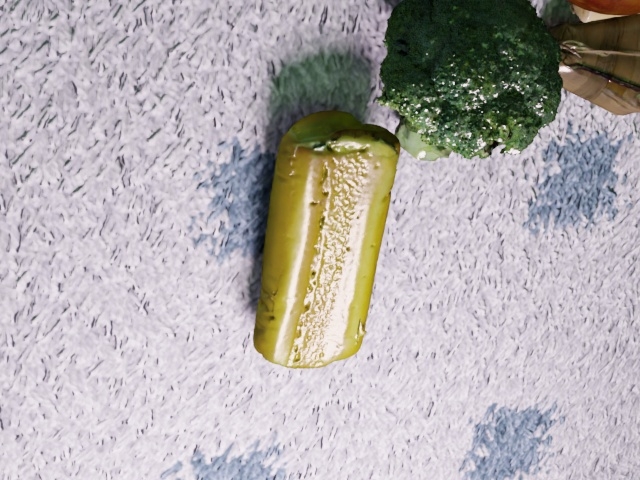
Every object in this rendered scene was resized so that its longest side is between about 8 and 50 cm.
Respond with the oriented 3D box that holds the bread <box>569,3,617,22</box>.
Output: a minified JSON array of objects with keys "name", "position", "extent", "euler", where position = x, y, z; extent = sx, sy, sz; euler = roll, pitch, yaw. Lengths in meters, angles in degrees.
[{"name":"bread","position":[0.425,-0.376,1.687],"extent":[0.178,0.060,0.139],"euler":[-9,97,-20]}]

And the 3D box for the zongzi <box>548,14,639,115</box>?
[{"name":"zongzi","position":[0.402,-0.291,1.731],"extent":[0.195,0.099,0.197],"euler":[18,84,-23]}]

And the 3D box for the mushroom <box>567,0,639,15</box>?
[{"name":"mushroom","position":[0.378,-0.400,1.488],"extent":[0.263,0.195,0.283],"euler":[18,122,-20]}]

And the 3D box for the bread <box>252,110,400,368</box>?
[{"name":"bread","position":[0.000,0.000,1.669],"extent":[0.166,0.112,0.383],"euler":[-2,120,-19]}]

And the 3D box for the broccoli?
[{"name":"broccoli","position":[0.178,-0.206,1.588],"extent":[0.270,0.269,0.270],"euler":[0,149,-27]}]
